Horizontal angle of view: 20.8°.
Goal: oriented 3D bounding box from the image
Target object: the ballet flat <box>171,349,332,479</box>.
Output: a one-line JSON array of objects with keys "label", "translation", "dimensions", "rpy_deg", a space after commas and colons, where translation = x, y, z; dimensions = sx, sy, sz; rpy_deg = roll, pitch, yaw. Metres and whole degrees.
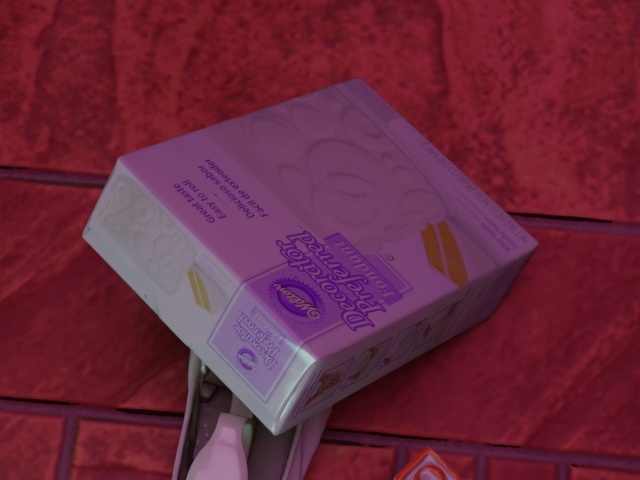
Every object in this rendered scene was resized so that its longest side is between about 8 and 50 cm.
[{"label": "ballet flat", "translation": [-0.061, 0.146, 1.475], "dimensions": [0.139, 0.139, 0.400], "rpy_deg": [10, 64, 4]}]

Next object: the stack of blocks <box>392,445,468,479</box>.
[{"label": "stack of blocks", "translation": [0.042, 0.333, 1.408], "dimensions": [0.297, 0.087, 0.171], "rpy_deg": [-42, 71, -18]}]

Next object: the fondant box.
[{"label": "fondant box", "translation": [0.000, 0.000, 1.477], "dimensions": [0.238, 0.096, 0.330], "rpy_deg": [44, 39, 18]}]
